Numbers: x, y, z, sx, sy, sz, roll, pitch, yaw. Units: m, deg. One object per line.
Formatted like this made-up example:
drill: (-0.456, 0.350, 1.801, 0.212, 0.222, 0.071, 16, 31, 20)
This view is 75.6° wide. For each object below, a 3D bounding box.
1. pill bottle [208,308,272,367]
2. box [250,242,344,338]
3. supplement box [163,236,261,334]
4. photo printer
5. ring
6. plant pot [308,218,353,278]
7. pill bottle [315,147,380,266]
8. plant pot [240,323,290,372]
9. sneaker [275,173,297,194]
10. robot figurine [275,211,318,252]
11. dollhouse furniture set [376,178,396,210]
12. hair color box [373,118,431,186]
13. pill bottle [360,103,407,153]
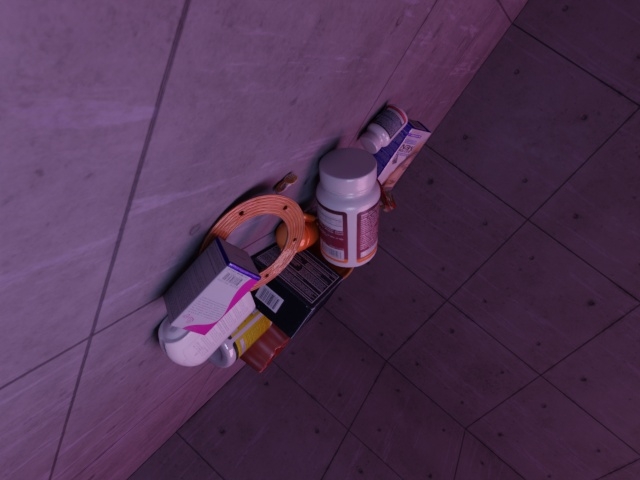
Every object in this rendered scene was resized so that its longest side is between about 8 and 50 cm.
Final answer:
pill bottle: (-0.306, 0.316, 1.601, 0.334, 0.188, 0.188, -40, 166, -46)
box: (-0.115, 0.166, 1.594, 0.183, 0.296, 0.294, -57, 168, 31)
supplement box: (-0.274, 0.117, 1.035, 0.220, 0.114, 0.111, -45, 137, 9)
photo printer: (-0.352, 0.248, 1.286, 0.307, 0.107, 0.256, -47, 158, -23)
ring: (-0.188, 0.013, 1.152, 0.336, 0.032, 0.337, -28, 141, -26)
plant pot: (0.018, 0.021, 1.819, 0.291, 0.290, 0.203, -55, -173, 24)
pill bottle: (0.098, -0.112, 1.464, 0.224, 0.224, 0.392, -44, 147, -34)
plant pot: (-0.295, 0.420, 1.822, 0.272, 0.265, 0.272, -48, 171, -11)
sneaker: (-0.103, -0.166, 1.211, 0.083, 0.032, 0.037, -40, -179, -27)
robot figurine: (-0.085, -0.026, 1.523, 0.158, 0.128, 0.219, -20, -176, 23)
dollhouse furniture set: (0.257, -0.167, 2.067, 0.201, 0.152, 0.374, -23, 164, 18)
hair color box: (0.366, -0.423, 2.020, 0.185, 0.110, 0.339, -7, 141, -46)
pill bottle: (0.238, -0.421, 1.572, 0.180, 0.108, 0.108, -48, 170, -15)
